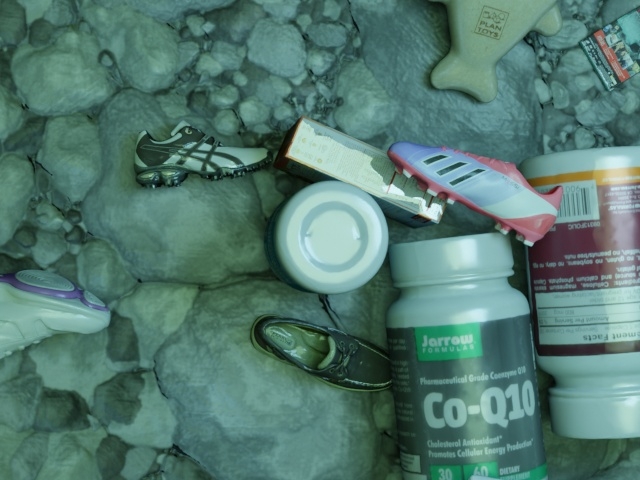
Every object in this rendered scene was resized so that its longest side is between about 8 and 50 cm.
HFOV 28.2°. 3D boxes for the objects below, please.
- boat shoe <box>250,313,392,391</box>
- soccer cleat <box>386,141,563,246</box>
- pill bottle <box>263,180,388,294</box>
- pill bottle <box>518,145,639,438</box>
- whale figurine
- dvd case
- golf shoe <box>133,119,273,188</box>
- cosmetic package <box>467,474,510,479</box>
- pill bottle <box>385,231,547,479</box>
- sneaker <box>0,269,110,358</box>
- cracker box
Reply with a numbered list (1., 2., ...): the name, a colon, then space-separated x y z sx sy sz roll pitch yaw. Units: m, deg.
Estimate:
1. boat shoe: 0.008 0.163 1.810 0.223 0.073 0.080 21 86 -7
2. soccer cleat: 0.205 -0.082 1.681 0.248 0.083 0.095 28 93 -11
3. pill bottle: 0.000 0.000 1.718 0.146 0.264 0.146 0 88 -7
4. pill bottle: 0.405 0.071 1.791 0.224 0.224 0.392 -4 89 -8
5. whale figurine: 0.244 -0.343 1.843 0.216 0.141 0.272 14 111 -7
6. dvd case: 0.460 -0.291 1.913 0.119 0.013 0.087 -32 93 -6
7. golf shoe: -0.166 -0.127 1.794 0.198 0.077 0.094 -7 89 -9
8. cosmetic package: 0.360 0.475 1.704 0.453 0.161 0.230 13 124 -23
9. pill bottle: 0.198 0.175 1.771 0.204 0.204 0.361 -7 89 -8
10. sneaker: -0.442 0.117 1.748 0.305 0.114 0.152 4 102 -3
11. cracker box: 0.057 -0.092 1.782 0.232 0.155 0.067 24 84 -7
